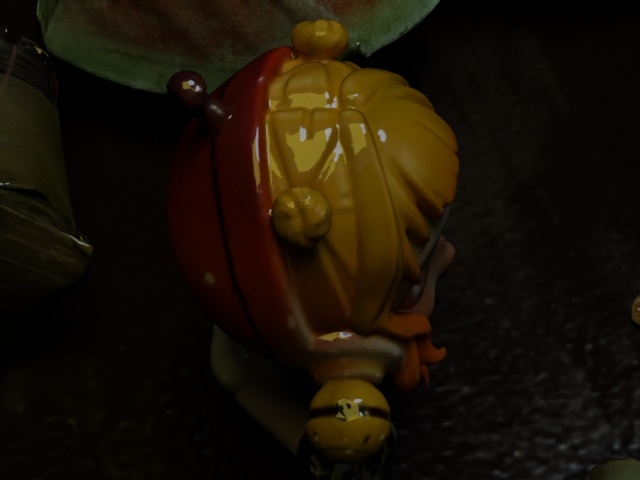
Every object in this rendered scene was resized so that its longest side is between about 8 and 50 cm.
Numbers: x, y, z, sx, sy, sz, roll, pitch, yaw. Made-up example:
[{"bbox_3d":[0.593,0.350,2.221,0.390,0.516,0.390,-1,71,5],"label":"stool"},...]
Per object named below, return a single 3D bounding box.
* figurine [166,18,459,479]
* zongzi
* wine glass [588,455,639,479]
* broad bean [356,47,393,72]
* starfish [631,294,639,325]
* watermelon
[{"bbox_3d":[-0.005,0.001,1.253,0.196,0.323,0.320,1,50,2],"label":"figurine"},{"bbox_3d":[-0.342,-0.081,1.379,0.317,0.154,0.289,21,35,-33],"label":"zongzi"},{"bbox_3d":[0.182,0.269,1.147,0.156,0.156,0.232,26,59,22],"label":"wine glass"},{"bbox_3d":[0.031,-0.152,1.560,0.063,0.045,0.083,-15,43,-5],"label":"broad bean"},{"bbox_3d":[0.340,0.069,1.373,0.209,0.053,0.150,7,39,14],"label":"starfish"},{"bbox_3d":[-0.090,-0.265,1.510,0.387,0.258,0.228,8,33,23],"label":"watermelon"}]
